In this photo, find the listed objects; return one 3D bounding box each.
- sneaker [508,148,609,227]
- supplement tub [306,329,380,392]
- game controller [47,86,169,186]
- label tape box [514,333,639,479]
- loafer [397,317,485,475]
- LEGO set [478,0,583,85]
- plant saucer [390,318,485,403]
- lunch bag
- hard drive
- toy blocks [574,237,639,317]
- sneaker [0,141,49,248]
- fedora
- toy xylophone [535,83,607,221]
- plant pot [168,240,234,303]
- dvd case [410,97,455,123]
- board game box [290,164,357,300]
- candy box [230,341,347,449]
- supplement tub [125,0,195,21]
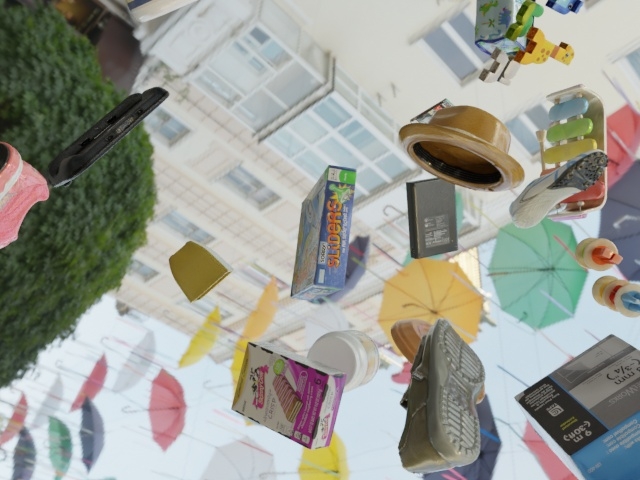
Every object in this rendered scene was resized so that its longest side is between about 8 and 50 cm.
[{"bbox_3d":[0.502,-0.121,1.402,0.237,0.085,0.086,-41,-147,30],"label":"sneaker"},{"bbox_3d":[0.055,0.288,1.568,0.144,0.199,0.144,-2,-97,18],"label":"supplement tub"},{"bbox_3d":[-0.465,-0.232,1.447,0.166,0.067,0.319,1,-137,43],"label":"game controller"},{"bbox_3d":[0.533,0.322,1.156,0.240,0.106,0.334,-33,-164,0],"label":"label tape box"},{"bbox_3d":[0.131,0.175,0.763,0.087,0.094,0.251,-39,-175,24],"label":"loafer"},{"bbox_3d":[0.360,-0.330,1.028,0.227,0.093,0.087,-62,-148,23],"label":"LEGO set"},{"bbox_3d":[0.213,0.203,1.149,0.037,0.200,0.200,-55,-148,15],"label":"plant saucer"},{"bbox_3d":[0.361,-0.420,1.251,0.096,0.151,0.129,4,-90,32],"label":"lunch bag"},{"bbox_3d":[0.198,-0.042,1.148,0.022,0.094,0.135,18,-65,62],"label":"hard drive"},{"bbox_3d":[0.454,0.056,1.006,0.054,0.123,0.148,-25,-179,5],"label":"toy blocks"},{"bbox_3d":[-0.559,-0.003,1.045,0.314,0.136,0.116,-48,-122,-3],"label":"sneaker"},{"bbox_3d":[0.212,-0.142,0.957,0.194,0.194,0.079,7,-112,54],"label":"fedora"},{"bbox_3d":[0.591,-0.198,1.575,0.236,0.081,0.323,156,-67,-63],"label":"toy xylophone"},{"bbox_3d":[-0.204,0.045,1.087,0.081,0.083,0.081,-41,179,-1],"label":"plant pot"},{"bbox_3d":[0.303,-0.311,1.682,0.119,0.087,0.013,-28,-139,42],"label":"dvd case"},{"bbox_3d":[0.000,0.000,0.801,0.201,0.035,0.136,137,-39,-76],"label":"board game box"},{"bbox_3d":[-0.071,0.322,1.386,0.233,0.071,0.159,13,-90,38],"label":"candy box"},{"bbox_3d":[-0.368,-0.666,1.424,0.228,0.316,0.228,-19,-157,8],"label":"supplement tub"}]
